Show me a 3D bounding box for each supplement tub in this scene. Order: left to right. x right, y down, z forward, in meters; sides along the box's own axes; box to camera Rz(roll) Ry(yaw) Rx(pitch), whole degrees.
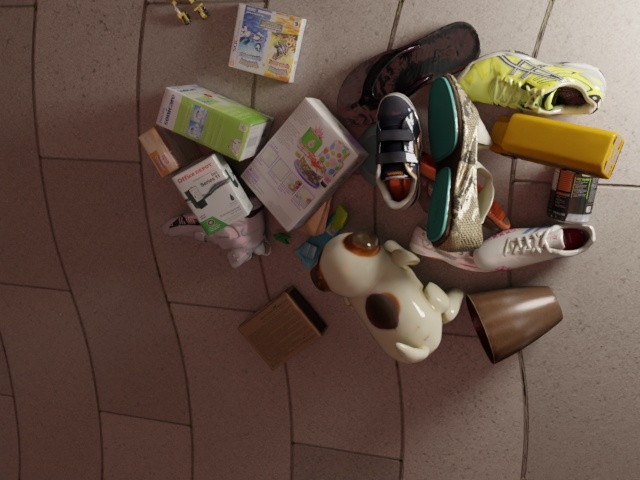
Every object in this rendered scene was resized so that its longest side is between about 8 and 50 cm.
[{"bbox_3d":[0.694,-0.149,1.650,0.117,0.117,0.190,9,108,13],"label":"supplement tub"}]

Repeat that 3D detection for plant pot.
[{"bbox_3d":[0.573,0.220,1.763,0.230,0.215,0.215,-21,100,4],"label":"plant pot"}]

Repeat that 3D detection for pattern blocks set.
[{"bbox_3d":[-0.039,-0.119,1.882,0.285,0.026,0.325,34,111,18],"label":"pattern blocks set"}]

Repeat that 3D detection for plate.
[{"bbox_3d":[0.170,-0.250,1.768,0.188,0.024,0.188,8,103,42],"label":"plate"}]

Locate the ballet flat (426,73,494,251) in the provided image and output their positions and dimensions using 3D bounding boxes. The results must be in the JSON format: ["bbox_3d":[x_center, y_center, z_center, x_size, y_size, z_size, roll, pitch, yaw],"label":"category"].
[{"bbox_3d":[0.380,-0.202,1.621,0.182,0.164,0.483,6,78,-19],"label":"ballet flat"}]

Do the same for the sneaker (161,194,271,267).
[{"bbox_3d":[-0.335,-0.011,1.961,0.366,0.137,0.210,-13,99,15],"label":"sneaker"}]

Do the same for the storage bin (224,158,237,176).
[{"bbox_3d":[-0.338,-0.190,1.920,0.098,0.135,0.091,47,123,-3],"label":"storage bin"}]

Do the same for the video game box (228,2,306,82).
[{"bbox_3d":[-0.161,-0.586,1.793,0.205,0.048,0.187,17,112,10],"label":"video game box"}]

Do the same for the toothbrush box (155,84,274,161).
[{"bbox_3d":[-0.311,-0.359,1.815,0.283,0.206,0.122,24,111,8],"label":"toothbrush box"}]

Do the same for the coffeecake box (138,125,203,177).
[{"bbox_3d":[-0.463,-0.288,1.889,0.068,0.185,0.142,-27,97,21],"label":"coffeecake box"}]

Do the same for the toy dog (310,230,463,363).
[{"bbox_3d":[0.159,0.152,1.752,0.408,0.395,0.284,45,124,-8],"label":"toy dog"}]

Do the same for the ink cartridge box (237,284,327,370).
[{"bbox_3d":[-0.126,0.293,2.022,0.234,0.088,0.193,-37,92,22],"label":"ink cartridge box"}]

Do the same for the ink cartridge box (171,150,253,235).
[{"bbox_3d":[-0.322,-0.144,1.804,0.153,0.087,0.208,-27,107,13],"label":"ink cartridge box"}]

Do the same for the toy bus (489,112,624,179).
[{"bbox_3d":[0.595,-0.251,1.567,0.332,0.130,0.108,24,99,38],"label":"toy bus"}]

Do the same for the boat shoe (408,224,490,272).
[{"bbox_3d":[0.404,0.020,1.789,0.277,0.098,0.096,16,110,12],"label":"boat shoe"}]

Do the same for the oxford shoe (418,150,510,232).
[{"bbox_3d":[0.377,-0.121,1.751,0.363,0.130,0.133,37,119,12],"label":"oxford shoe"}]

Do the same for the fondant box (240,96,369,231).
[{"bbox_3d":[-0.053,-0.223,1.804,0.238,0.096,0.330,50,116,12],"label":"fondant box"}]

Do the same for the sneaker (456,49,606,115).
[{"bbox_3d":[0.547,-0.406,1.583,0.384,0.147,0.145,5,126,15],"label":"sneaker"}]

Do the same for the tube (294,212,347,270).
[{"bbox_3d":[0.000,0.000,1.922,0.207,0.052,0.080,-47,68,25],"label":"tube"}]

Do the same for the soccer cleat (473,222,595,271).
[{"bbox_3d":[0.593,0.008,1.674,0.331,0.143,0.116,-12,82,3],"label":"soccer cleat"}]

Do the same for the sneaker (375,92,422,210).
[{"bbox_3d":[0.213,-0.237,1.645,0.126,0.127,0.321,-4,106,24],"label":"sneaker"}]

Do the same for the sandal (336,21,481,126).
[{"bbox_3d":[0.228,-0.469,1.687,0.446,0.107,0.167,-28,98,20],"label":"sandal"}]

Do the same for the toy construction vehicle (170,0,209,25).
[{"bbox_3d":[-0.398,-0.702,1.829,0.086,0.035,0.098,-29,97,21],"label":"toy construction vehicle"}]
